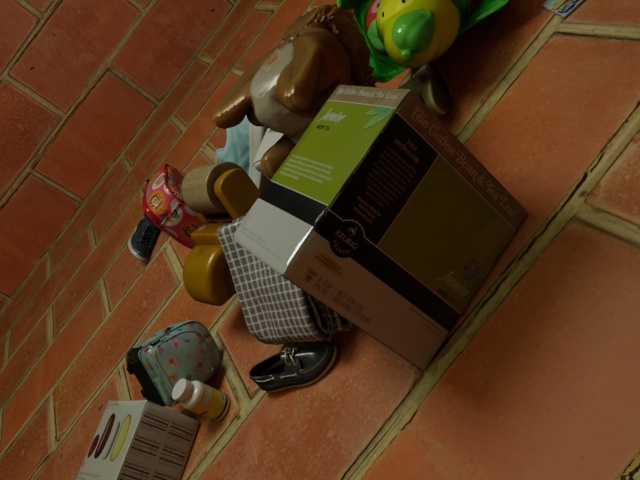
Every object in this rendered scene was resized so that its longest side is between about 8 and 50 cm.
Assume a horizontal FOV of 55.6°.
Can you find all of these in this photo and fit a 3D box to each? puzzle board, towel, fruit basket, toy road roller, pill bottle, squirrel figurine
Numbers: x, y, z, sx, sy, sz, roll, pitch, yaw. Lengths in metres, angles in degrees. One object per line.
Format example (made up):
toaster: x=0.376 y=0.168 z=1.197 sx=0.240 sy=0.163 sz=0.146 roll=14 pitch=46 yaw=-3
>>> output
puzzle board: x=0.518 y=-0.510 z=1.223 sx=0.128 sy=0.011 sz=0.096 roll=-42 pitch=33 yaw=17
towel: x=-0.076 y=0.064 z=1.203 sx=0.235 sy=0.121 sz=0.283 roll=-16 pitch=92 yaw=52
fruit basket: x=0.212 y=-0.516 z=1.328 sx=0.392 sy=0.282 sz=0.392 roll=-26 pitch=0 yaw=0
toy road roller: x=-0.230 y=0.003 z=1.411 sx=0.240 sy=0.329 sz=0.203 roll=-44 pitch=25 yaw=-29
pill bottle: x=-0.260 y=0.342 z=1.312 sx=0.065 sy=0.116 sz=0.065 roll=-34 pitch=36 yaw=29
squirrel figurine: x=0.037 y=-0.268 z=1.285 sx=0.281 sy=0.370 sz=0.396 roll=-9 pitch=48 yaw=45

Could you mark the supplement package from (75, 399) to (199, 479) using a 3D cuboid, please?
supplement package: x=-0.409 y=0.476 z=1.347 sx=0.194 sy=0.149 sz=0.203 roll=-17 pitch=48 yaw=44

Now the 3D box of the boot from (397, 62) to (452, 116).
boot: x=0.205 y=-0.303 z=1.369 sx=0.165 sy=0.077 sz=0.213 roll=-35 pitch=29 yaw=26

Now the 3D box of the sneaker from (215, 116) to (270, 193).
sneaker: x=-0.196 y=-0.185 z=1.575 sx=0.150 sy=0.135 sz=0.365 roll=14 pitch=112 yaw=20

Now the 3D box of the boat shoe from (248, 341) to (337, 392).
boat shoe: x=-0.058 y=0.245 z=1.191 sx=0.206 sy=0.065 sz=0.075 roll=-30 pitch=38 yaw=33

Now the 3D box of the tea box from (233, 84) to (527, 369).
tea box: x=0.100 y=-0.026 z=0.997 sx=0.323 sy=0.329 sz=0.220 roll=-54 pitch=31 yaw=-3

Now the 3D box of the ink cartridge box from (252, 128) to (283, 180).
ink cartridge box: x=-0.018 y=-0.250 z=1.490 sx=0.117 sy=0.201 sz=0.278 roll=-13 pitch=49 yaw=47

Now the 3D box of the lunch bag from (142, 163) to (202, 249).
lunch bag: x=-0.344 y=-0.081 z=1.669 sx=0.120 sy=0.293 sz=0.258 roll=-44 pitch=29 yaw=12

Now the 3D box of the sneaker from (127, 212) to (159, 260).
sneaker: x=-0.607 y=-0.042 z=2.172 sx=0.163 sy=0.086 sz=0.226 roll=-43 pitch=32 yaw=22

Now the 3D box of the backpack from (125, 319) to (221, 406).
backpack: x=-0.325 y=0.274 z=1.404 sx=0.145 sy=0.165 sz=0.188 roll=-23 pitch=8 yaw=41
